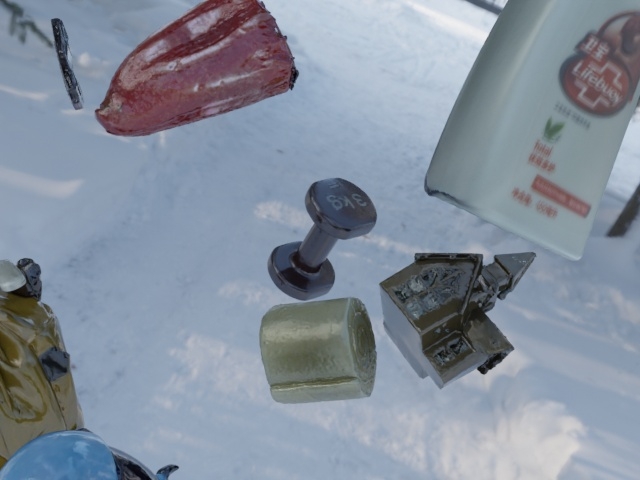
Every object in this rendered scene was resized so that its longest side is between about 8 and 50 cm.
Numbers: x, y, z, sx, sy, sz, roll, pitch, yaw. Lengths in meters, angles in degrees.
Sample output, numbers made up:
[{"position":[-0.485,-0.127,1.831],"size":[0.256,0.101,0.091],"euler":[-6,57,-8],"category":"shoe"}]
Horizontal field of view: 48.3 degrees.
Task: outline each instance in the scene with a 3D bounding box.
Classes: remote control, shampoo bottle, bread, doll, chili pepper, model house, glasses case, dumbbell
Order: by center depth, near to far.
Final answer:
[{"position":[0.183,-0.135,0.484],"size":[0.153,0.284,0.071],"euler":[17,13,-37],"category":"shampoo bottle"},{"position":[-0.228,0.301,0.751],"size":[0.314,0.141,0.177],"euler":[36,33,-44],"category":"doll"},{"position":[-0.169,-0.216,0.891],"size":[0.252,0.144,0.136],"euler":[-25,20,-17],"category":"chili pepper"},{"position":[-0.413,0.045,0.938],"size":[0.032,0.021,0.083],"euler":[-25,32,-31],"category":"glasses case"},{"position":[-0.001,0.162,1.052],"size":[0.141,0.148,0.134],"euler":[-8,-2,18],"category":"bread"},{"position":[0.235,0.094,1.065],"size":[0.248,0.181,0.176],"euler":[-30,57,-10],"category":"model house"},{"position":[-0.469,-0.329,1.320],"size":[0.028,0.059,0.212],"euler":[-15,58,-14],"category":"remote control"},{"position":[0.000,0.000,1.329],"size":[0.140,0.225,0.124],"euler":[-15,59,-40],"category":"dumbbell"}]

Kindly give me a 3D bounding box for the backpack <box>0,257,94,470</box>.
[{"position":[-0.527,0.206,1.096],"size":[0.377,0.354,0.201],"euler":[16,31,25],"category":"backpack"}]
